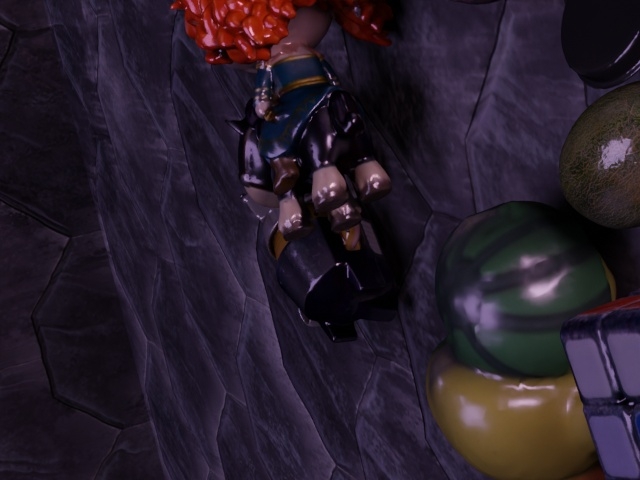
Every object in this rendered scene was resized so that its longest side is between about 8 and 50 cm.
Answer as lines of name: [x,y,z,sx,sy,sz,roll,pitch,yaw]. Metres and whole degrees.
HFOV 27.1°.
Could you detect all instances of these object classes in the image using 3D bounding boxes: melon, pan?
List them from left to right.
melon: [0.268,-0.072,1.148,0.114,0.114,0.167,65,158,18]
pan: [0.276,-0.203,1.091,0.235,0.028,0.136,-12,67,58]

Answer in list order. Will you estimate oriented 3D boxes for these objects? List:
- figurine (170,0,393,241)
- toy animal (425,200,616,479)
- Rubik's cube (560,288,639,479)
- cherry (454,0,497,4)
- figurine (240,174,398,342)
figurine: [-0.039,-0.203,1.610,0.306,0.241,0.412,-144,42,-73]
toy animal: [0.204,0.129,1.343,0.216,0.191,0.338,31,133,59]
Rubik's cube: [0.372,0.134,0.831,0.293,0.291,0.287,-20,87,70]
cherry: [0.145,-0.308,1.223,0.176,0.140,0.176,169,90,-81]
figurine: [-0.002,0.003,1.801,0.308,0.143,0.309,159,90,-82]
